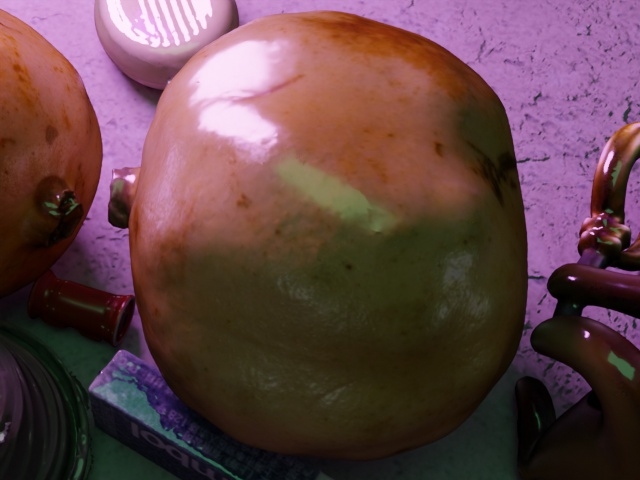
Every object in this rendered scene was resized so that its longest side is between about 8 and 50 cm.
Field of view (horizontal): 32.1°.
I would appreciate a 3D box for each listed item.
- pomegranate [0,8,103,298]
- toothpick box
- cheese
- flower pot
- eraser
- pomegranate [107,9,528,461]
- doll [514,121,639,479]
[{"bbox_3d":[-0.297,-0.072,0.874,0.264,0.264,0.264,2,63,-4],"label":"pomegranate"},{"bbox_3d":[-0.203,0.056,0.937,0.083,0.047,0.047,18,63,5],"label":"toothpick box"},{"bbox_3d":[-0.134,-0.180,1.055,0.137,0.064,0.227,-17,64,-10],"label":"cheese"},{"bbox_3d":[-0.292,0.144,0.833,0.235,0.140,0.235,3,64,-6],"label":"flower pot"},{"bbox_3d":[-0.080,0.168,0.867,0.212,0.092,0.046,29,63,8],"label":"eraser"},{"bbox_3d":[0.000,0.000,0.829,0.332,0.332,0.332,2,63,-4],"label":"pomegranate"},{"bbox_3d":[0.297,0.089,0.902,0.340,0.209,0.318,-42,106,-21],"label":"doll"}]
